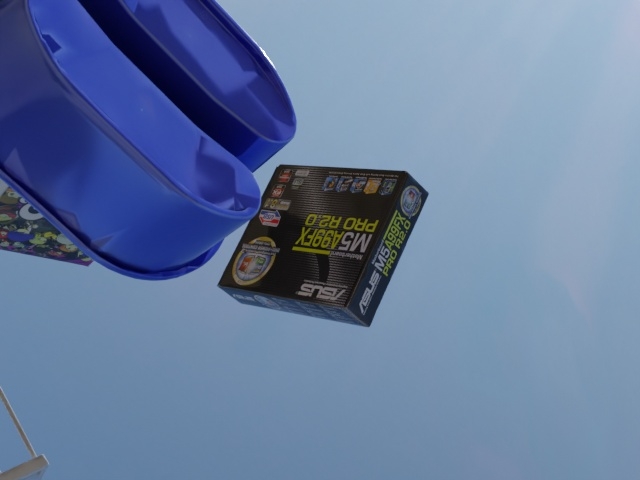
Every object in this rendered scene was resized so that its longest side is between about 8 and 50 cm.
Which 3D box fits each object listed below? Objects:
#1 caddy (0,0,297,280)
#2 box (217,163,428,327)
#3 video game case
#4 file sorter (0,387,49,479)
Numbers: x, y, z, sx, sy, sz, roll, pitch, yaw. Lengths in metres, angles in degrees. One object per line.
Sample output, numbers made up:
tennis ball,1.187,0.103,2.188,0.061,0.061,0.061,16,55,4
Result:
caddy,-0.188,-0.121,1.048,0.179,0.341,0.241,-26,-152,39
box,0.000,0.000,1.626,0.270,0.060,0.216,7,-116,46
video game case,-0.392,-0.040,1.626,0.210,0.232,0.042,-36,-129,45
file sorter,-0.563,0.338,1.615,0.277,0.193,0.173,-22,-111,-36
